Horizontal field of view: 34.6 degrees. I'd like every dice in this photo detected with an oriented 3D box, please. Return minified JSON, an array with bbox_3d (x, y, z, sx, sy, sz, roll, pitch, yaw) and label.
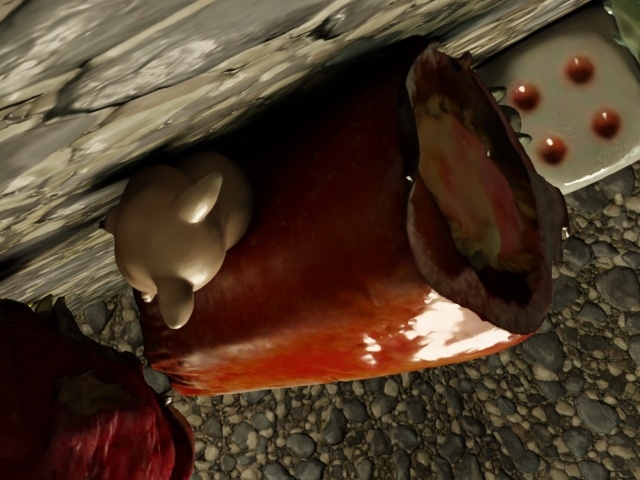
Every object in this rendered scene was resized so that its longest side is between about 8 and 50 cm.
[{"bbox_3d":[0.313,-0.170,1.281,0.192,0.193,0.194,-28,179,24],"label":"dice"}]

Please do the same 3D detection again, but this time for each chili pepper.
[{"bbox_3d":[0.004,-0.011,0.781,0.305,0.229,0.251,-13,-132,33],"label":"chili pepper"}]

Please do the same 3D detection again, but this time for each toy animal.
[{"bbox_3d":[-0.082,-0.015,0.643,0.089,0.083,0.150,-13,-158,15],"label":"toy animal"}]

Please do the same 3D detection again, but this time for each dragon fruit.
[{"bbox_3d":[-0.254,0.206,0.783,0.329,0.329,0.329,-28,-179,1],"label":"dragon fruit"}]

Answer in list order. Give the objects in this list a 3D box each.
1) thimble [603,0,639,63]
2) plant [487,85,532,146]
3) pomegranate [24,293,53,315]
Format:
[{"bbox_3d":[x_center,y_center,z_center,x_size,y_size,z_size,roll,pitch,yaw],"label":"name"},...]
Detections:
[{"bbox_3d":[0.269,-0.144,0.521,0.250,0.171,0.205,-29,-177,-6],"label":"thimble"},{"bbox_3d":[0.105,-0.090,1.192,0.275,0.149,0.146,-24,-162,23],"label":"plant"},{"bbox_3d":[-0.386,0.169,1.328,0.198,0.245,0.198,0,-153,0],"label":"pomegranate"}]
